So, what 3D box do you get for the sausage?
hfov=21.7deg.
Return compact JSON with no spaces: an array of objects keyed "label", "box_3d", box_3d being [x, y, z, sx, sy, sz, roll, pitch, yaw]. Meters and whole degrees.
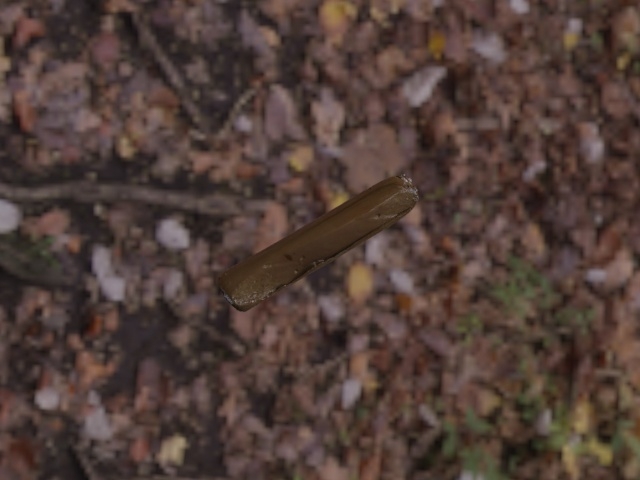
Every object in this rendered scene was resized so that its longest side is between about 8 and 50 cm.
[{"label":"sausage","box_3d":[0.000,0.000,0.882,0.026,0.116,0.026,58,5,-9]}]
